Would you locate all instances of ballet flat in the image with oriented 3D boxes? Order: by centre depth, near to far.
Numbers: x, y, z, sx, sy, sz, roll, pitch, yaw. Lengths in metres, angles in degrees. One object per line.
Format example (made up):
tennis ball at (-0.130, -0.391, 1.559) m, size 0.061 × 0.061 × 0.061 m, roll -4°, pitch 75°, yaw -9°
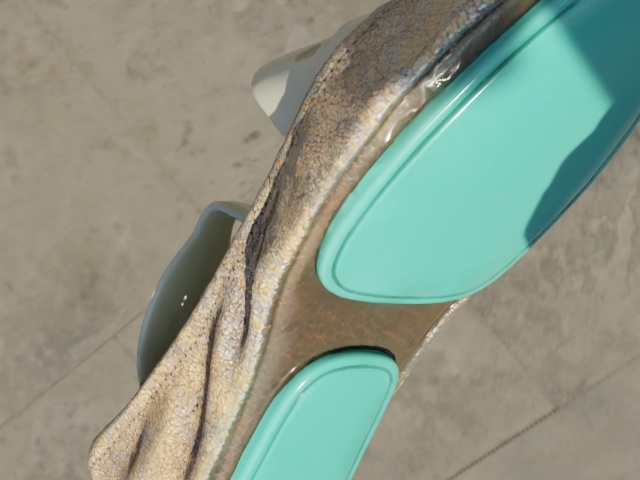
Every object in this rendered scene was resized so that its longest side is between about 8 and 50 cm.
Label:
ballet flat at (0.000, 0.000, 0.423) m, size 0.316 × 0.107 × 0.106 m, roll -55°, pitch 50°, yaw 21°
